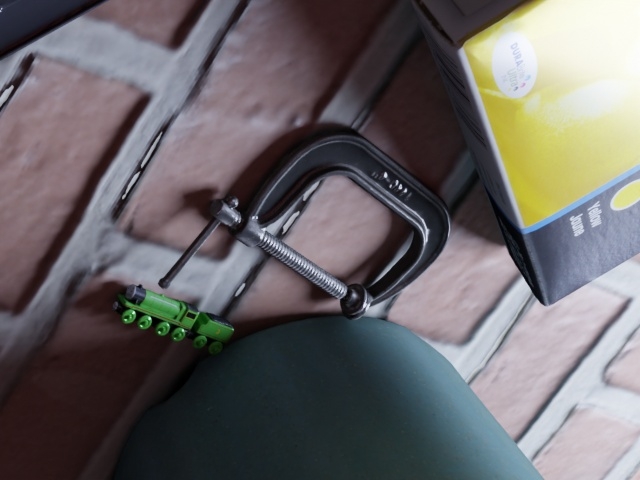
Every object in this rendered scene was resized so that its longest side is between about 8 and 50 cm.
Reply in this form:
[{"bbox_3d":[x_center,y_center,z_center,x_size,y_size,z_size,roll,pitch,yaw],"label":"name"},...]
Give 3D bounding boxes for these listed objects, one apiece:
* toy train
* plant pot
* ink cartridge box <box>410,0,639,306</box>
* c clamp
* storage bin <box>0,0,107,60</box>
[{"bbox_3d":[-0.087,0.047,0.964,0.083,0.017,0.024,24,103,-37],"label":"toy train"},{"bbox_3d":[0.038,0.242,0.963,0.341,0.334,0.341,-13,129,-16],"label":"plant pot"},{"bbox_3d":[0.221,-0.120,0.901,0.307,0.072,0.303,-30,147,1],"label":"ink cartridge box"},{"bbox_3d":[0.000,0.000,0.969,0.160,0.022,0.137,28,105,-37],"label":"c clamp"},{"bbox_3d":[-0.130,-0.171,0.718,0.180,0.084,0.122,-29,139,-1],"label":"storage bin"}]
